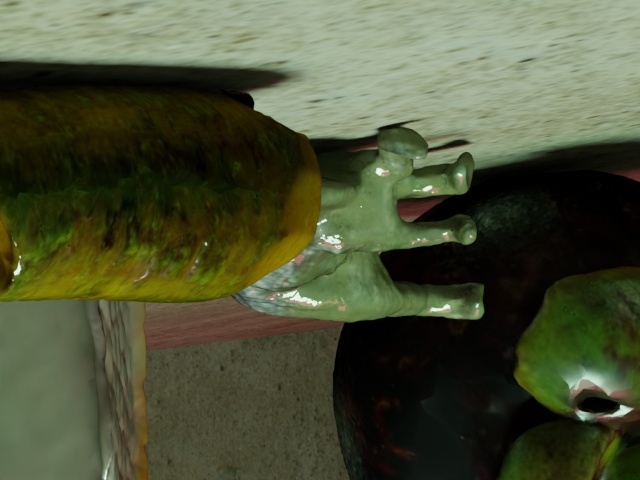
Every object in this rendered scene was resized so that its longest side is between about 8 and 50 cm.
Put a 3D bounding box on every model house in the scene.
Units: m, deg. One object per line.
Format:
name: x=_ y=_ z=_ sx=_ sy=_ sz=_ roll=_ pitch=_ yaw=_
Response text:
model house: x=-0.198 y=0.089 z=0.970 sx=0.237 sy=0.202 sz=0.237 roll=-8 pitch=175 yaw=5

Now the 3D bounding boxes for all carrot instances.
carrot: x=-0.074 y=-0.015 z=0.665 sx=0.082 sy=0.082 sz=0.173 roll=-12 pitch=177 yaw=43

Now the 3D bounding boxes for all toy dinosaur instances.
toy dinosaur: x=-0.001 y=-0.008 z=0.978 sx=0.162 sy=0.077 sz=0.294 roll=-4 pitch=162 yaw=6

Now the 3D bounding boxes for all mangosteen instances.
mangosteen: x=0.155 y=0.102 z=1.193 sx=0.311 sy=0.311 sz=0.311 roll=-8 pitch=176 yaw=-1
